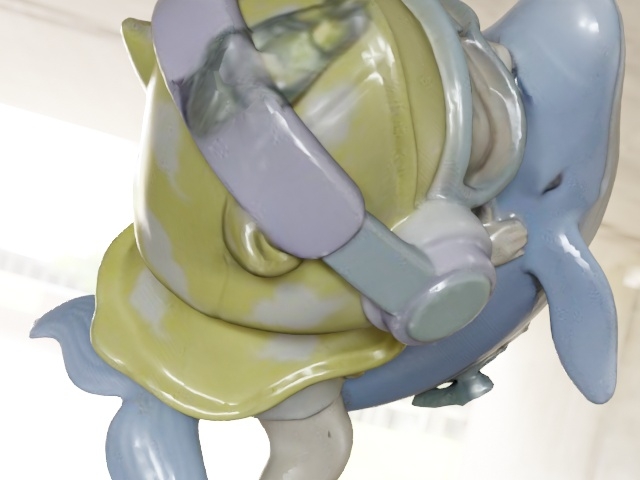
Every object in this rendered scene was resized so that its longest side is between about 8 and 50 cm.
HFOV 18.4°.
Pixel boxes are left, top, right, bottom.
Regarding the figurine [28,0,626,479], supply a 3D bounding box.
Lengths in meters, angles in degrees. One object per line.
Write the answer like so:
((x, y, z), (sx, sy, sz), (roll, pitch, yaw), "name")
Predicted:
((0.000, 0.000, 0.543), (0.184, 0.208, 0.128), (26, 29, -54), "figurine")
